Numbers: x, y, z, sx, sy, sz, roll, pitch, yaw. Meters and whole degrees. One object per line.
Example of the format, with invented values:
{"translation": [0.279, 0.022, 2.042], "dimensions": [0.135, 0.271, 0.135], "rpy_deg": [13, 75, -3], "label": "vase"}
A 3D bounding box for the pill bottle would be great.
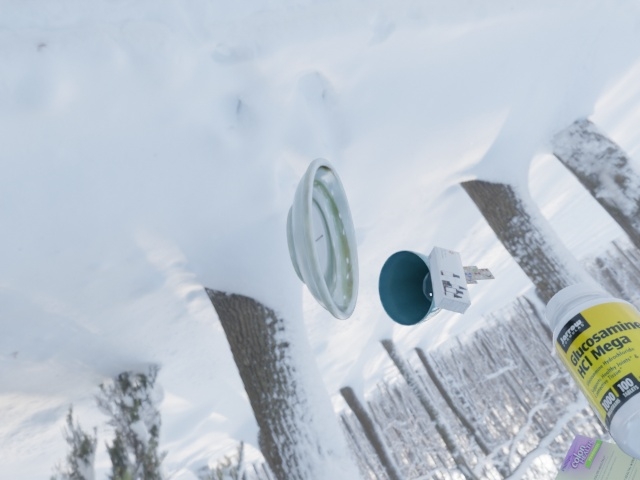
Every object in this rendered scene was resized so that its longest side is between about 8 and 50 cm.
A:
{"translation": [0.588, 0.235, 0.912], "dimensions": [0.188, 0.334, 0.188], "rpy_deg": [-1, 119, -2], "label": "pill bottle"}

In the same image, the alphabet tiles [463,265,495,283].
{"translation": [0.617, 0.149, 1.997], "dimensions": [0.237, 0.009, 0.198], "rpy_deg": [-4, -164, 7], "label": "alphabet tiles"}

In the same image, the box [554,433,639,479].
{"translation": [0.603, 0.535, 0.915], "dimensions": [0.213, 0.117, 0.243], "rpy_deg": [-49, -166, -22], "label": "box"}

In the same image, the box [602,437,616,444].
{"translation": [0.937, 0.784, 1.470], "dimensions": [0.279, 0.177, 0.290], "rpy_deg": [-36, 152, -20], "label": "box"}

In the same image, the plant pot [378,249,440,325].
{"translation": [0.397, 0.183, 1.822], "dimensions": [0.195, 0.290, 0.290], "rpy_deg": [1, 143, -36], "label": "plant pot"}

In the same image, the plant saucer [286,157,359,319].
{"translation": [0.000, 0.000, 1.151], "dimensions": [0.100, 0.400, 0.400], "rpy_deg": [-8, 166, 18], "label": "plant saucer"}

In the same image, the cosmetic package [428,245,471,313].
{"translation": [0.422, 0.124, 1.520], "dimensions": [0.099, 0.239, 0.060], "rpy_deg": [16, 130, -9], "label": "cosmetic package"}
